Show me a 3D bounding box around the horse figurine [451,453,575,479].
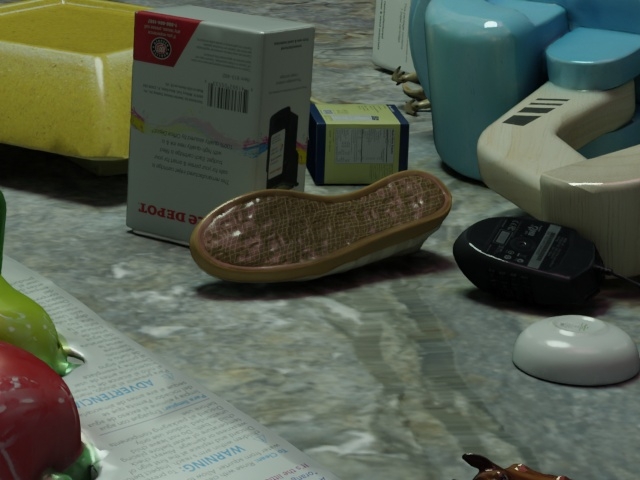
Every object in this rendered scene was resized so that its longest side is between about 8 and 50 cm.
[{"bbox_3d":[0.212,0.152,0.839,0.263,0.066,0.174,-5,24,-17],"label":"horse figurine"}]

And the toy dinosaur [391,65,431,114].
[{"bbox_3d":[0.123,-0.159,1.901,0.092,0.053,0.183,-5,-3,-38],"label":"toy dinosaur"}]

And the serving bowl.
[{"bbox_3d":[0.167,0.067,1.177,0.083,0.027,0.083,1,16,0],"label":"serving bowl"}]

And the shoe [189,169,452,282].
[{"bbox_3d":[0.000,0.000,1.345,0.219,0.058,0.077,-11,59,-29],"label":"shoe"}]

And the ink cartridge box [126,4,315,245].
[{"bbox_3d":[-0.079,-0.086,1.401,0.127,0.175,0.072,13,17,32],"label":"ink cartridge box"}]

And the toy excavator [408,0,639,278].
[{"bbox_3d":[0.203,-0.118,1.570,0.433,0.222,0.445,15,35,38],"label":"toy excavator"}]

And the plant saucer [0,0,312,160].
[{"bbox_3d":[-0.226,-0.165,1.681,0.332,0.081,0.332,12,20,29],"label":"plant saucer"}]

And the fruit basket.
[{"bbox_3d":[-0.221,0.094,0.896,0.327,0.165,0.353,-15,40,-44],"label":"fruit basket"}]

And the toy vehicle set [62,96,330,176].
[{"bbox_3d":[-0.124,-0.110,1.710,0.266,0.035,0.166,-8,20,-31],"label":"toy vehicle set"}]

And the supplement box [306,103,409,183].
[{"bbox_3d":[0.032,-0.087,1.621,0.083,0.056,0.083,0,17,-8],"label":"supplement box"}]

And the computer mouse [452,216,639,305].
[{"bbox_3d":[0.209,0.036,1.284,0.242,0.041,0.071,16,36,20],"label":"computer mouse"}]

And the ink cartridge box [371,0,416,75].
[{"bbox_3d":[0.214,-0.230,2.019,0.197,0.114,0.273,-8,20,-32],"label":"ink cartridge box"}]
